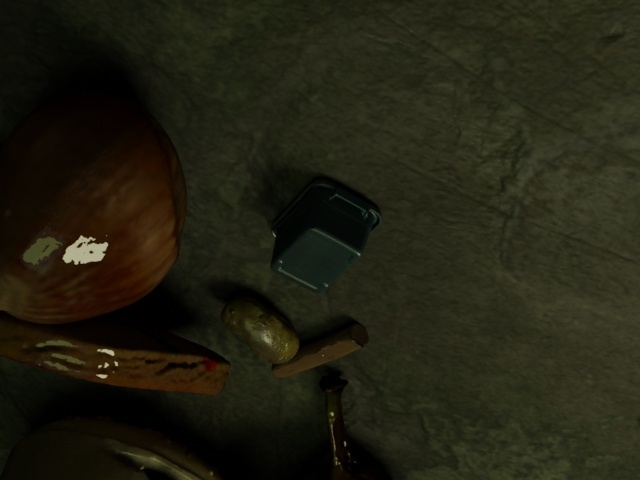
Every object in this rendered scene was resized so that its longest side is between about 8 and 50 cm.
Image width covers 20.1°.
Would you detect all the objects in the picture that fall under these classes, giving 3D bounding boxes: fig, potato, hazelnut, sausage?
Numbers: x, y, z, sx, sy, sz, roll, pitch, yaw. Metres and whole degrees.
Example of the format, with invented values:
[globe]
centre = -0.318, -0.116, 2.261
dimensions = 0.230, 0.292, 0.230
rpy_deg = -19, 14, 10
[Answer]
[fig]
centre = 0.037, 0.286, 1.846
dimensions = 0.191, 0.190, 0.290
rpy_deg = 19, 123, -5
[potato]
centre = -0.056, 0.085, 1.731
dimensions = 0.092, 0.045, 0.046
rpy_deg = 43, 168, -25
[hazelnut]
centre = -0.212, -0.021, 1.541
dimensions = 0.176, 0.214, 0.214
rpy_deg = 34, 144, 21
[sausage]
centre = -0.003, 0.109, 1.756
dimensions = 0.116, 0.026, 0.026
rpy_deg = -24, 126, 37

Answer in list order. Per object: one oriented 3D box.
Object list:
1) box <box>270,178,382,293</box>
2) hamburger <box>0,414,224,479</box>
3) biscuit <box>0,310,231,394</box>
[box]
centre = 0.000, 0.000, 1.610
dimensions = 0.074, 0.054, 0.099
rpy_deg = 30, 138, -14
[hamburger]
centre = -0.210, 0.310, 1.917
dimensions = 0.300, 0.176, 0.300
rpy_deg = 20, 140, 18
[biscuit]
centre = -0.242, 0.084, 1.697
dimensions = 0.262, 0.052, 0.277
rpy_deg = 16, -179, 32
